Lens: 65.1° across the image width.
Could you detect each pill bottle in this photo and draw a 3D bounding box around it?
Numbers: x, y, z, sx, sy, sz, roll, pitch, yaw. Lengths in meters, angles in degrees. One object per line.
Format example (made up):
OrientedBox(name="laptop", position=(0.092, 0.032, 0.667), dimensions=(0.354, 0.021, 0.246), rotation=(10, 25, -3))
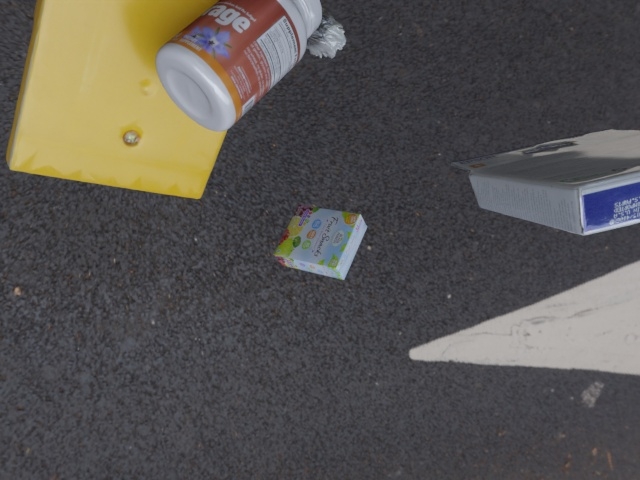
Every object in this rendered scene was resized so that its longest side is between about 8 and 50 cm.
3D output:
OrientedBox(name="pill bottle", position=(-0.096, -0.252, 0.646), dimensions=(0.216, 0.121, 0.121), rotation=(-51, 119, -23))

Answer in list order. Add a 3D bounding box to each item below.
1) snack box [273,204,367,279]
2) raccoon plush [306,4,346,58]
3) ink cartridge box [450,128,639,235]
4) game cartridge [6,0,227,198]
OrientedBox(name="snack box", position=(0.000, 0.000, 1.373), dimensions=(0.175, 0.206, 0.070), rotation=(-65, 147, -23))
OrientedBox(name="raccoon plush", position=(-0.122, -0.541, 0.834), dimensions=(0.446, 0.216, 0.300), rotation=(24, 82, -39))
OrientedBox(name="ink cartridge box", position=(0.276, -0.068, 0.492), dimensions=(0.223, 0.224, 0.046), rotation=(-13, 106, -7))
OrientedBox(name="game cartridge", position=(-0.250, -0.223, 0.705), dimensions=(0.285, 0.053, 0.324), rotation=(7, 119, -41))
